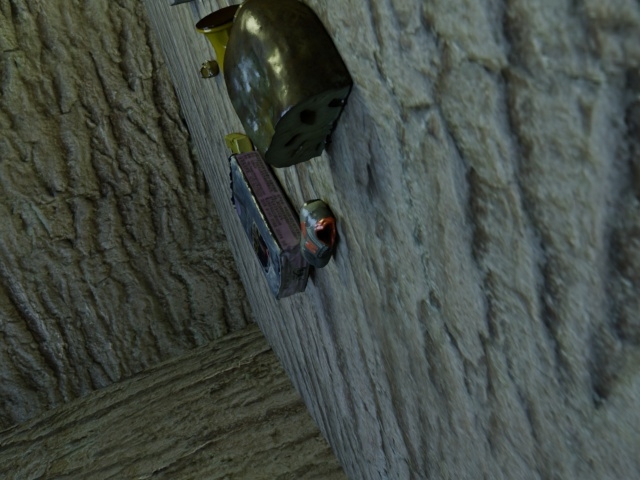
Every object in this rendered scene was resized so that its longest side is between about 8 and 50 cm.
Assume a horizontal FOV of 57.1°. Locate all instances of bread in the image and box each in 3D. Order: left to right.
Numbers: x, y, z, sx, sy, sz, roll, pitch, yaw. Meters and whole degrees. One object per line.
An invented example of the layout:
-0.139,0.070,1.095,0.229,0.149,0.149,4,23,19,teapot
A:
-0.254,-0.289,1.839,0.226,0.049,0.088,-148,38,-68,bread

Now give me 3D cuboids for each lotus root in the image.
-0.082,-0.288,0.999,0.260,0.149,0.267,65,163,10,lotus root

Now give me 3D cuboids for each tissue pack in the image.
-0.141,-0.045,1.641,0.259,0.122,0.361,97,151,-57,tissue pack

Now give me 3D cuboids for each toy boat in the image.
-0.349,-0.531,1.833,0.149,0.048,0.047,-165,55,-73,toy boat

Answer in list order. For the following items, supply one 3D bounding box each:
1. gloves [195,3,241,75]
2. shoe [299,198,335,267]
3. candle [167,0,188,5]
-0.170,-0.370,1.342,0.133,0.116,0.294,-81,-25,-50,gloves
0.000,0.001,1.280,0.077,0.074,0.195,50,155,39,shoe
-0.434,-0.771,1.748,0.168,0.068,0.192,106,142,-63,candle
